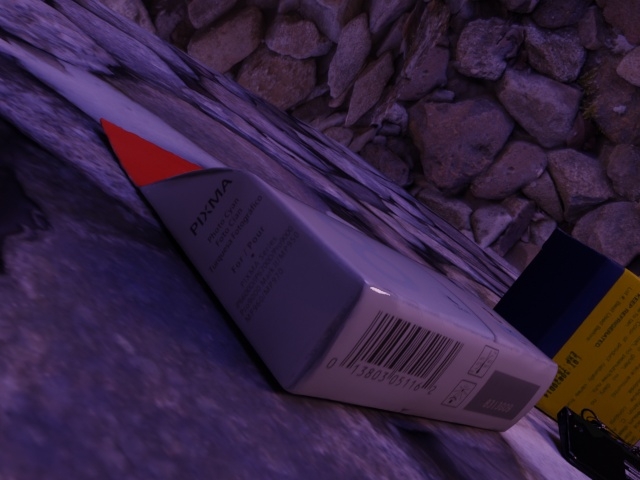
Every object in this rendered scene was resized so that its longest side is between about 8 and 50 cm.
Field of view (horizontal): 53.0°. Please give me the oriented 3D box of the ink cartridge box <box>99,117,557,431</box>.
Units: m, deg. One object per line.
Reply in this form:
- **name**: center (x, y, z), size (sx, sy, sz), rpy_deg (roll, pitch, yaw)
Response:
- **ink cartridge box**: center (0.000, 0.000, 0.592), size (0.308, 0.091, 0.385), rpy_deg (24, 17, -46)

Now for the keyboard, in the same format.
- **keyboard**: center (0.328, 0.256, 0.693), size (0.192, 0.038, 0.100), rpy_deg (36, 34, -4)

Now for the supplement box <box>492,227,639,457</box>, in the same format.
- **supplement box**: center (0.417, 0.175, 0.843), size (0.356, 0.194, 0.195), rpy_deg (35, 11, -4)
